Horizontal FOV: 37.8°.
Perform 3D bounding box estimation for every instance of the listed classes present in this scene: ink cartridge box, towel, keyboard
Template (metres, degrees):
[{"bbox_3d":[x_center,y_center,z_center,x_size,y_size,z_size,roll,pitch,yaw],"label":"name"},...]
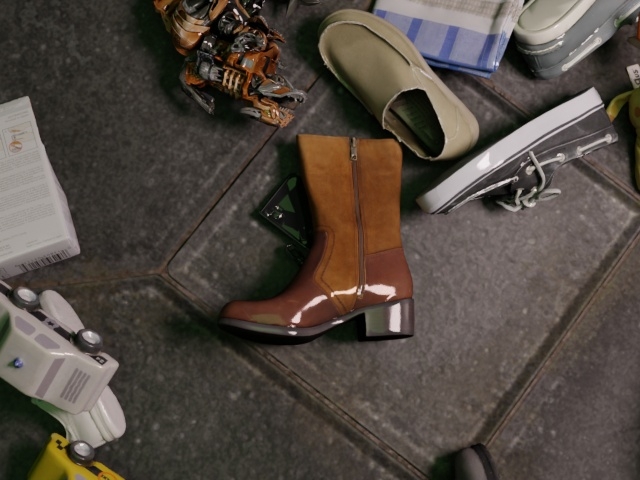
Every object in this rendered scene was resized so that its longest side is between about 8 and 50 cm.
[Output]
[{"bbox_3d":[-0.442,-0.059,1.246,0.189,0.066,0.232,-19,63,-6],"label":"ink cartridge box"},{"bbox_3d":[0.191,-0.375,1.298,0.209,0.034,0.285,18,81,20],"label":"towel"},{"bbox_3d":[0.000,0.000,1.272,0.180,0.023,0.108,37,75,2],"label":"keyboard"}]

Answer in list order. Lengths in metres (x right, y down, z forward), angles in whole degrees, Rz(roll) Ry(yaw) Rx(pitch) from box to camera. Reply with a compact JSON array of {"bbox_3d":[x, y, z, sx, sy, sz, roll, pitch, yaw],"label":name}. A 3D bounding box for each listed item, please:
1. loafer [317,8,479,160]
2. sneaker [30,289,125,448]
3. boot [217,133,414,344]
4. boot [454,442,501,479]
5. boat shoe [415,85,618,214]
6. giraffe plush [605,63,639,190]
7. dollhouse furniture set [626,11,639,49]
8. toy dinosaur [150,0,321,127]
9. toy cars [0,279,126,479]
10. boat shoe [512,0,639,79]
[{"bbox_3d":[0.100,-0.207,1.254,0.268,0.092,0.102,41,121,2],"label":"loafer"},{"bbox_3d":[-0.336,0.172,1.203,0.094,0.080,0.212,-25,86,5],"label":"sneaker"},{"bbox_3d":[-0.008,-0.009,1.213,0.264,0.096,0.280,-3,77,-8],"label":"boot"},{"bbox_3d":[0.129,0.431,1.180,0.223,0.118,0.338,-2,78,1],"label":"boot"},{"bbox_3d":[0.272,-0.096,1.261,0.306,0.113,0.105,-30,91,-23],"label":"boat shoe"},{"bbox_3d":[0.500,-0.170,1.253,0.181,0.170,0.210,-35,86,-7],"label":"giraffe plush"},{"bbox_3d":[0.524,-0.391,1.227,0.259,0.135,0.262,-7,117,-4],"label":"dollhouse furniture set"},{"bbox_3d":[-0.130,-0.298,1.245,0.322,0.164,0.218,43,97,-6],"label":"toy dinosaur"},{"bbox_3d":[-0.316,0.233,1.133,0.177,0.087,0.393,-14,102,16],"label":"toy cars"},{"bbox_3d":[0.403,-0.344,1.325,0.319,0.116,0.099,-38,129,-15],"label":"boat shoe"}]
